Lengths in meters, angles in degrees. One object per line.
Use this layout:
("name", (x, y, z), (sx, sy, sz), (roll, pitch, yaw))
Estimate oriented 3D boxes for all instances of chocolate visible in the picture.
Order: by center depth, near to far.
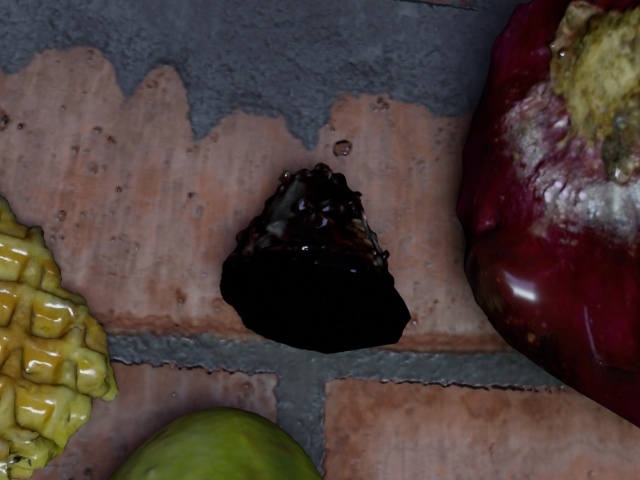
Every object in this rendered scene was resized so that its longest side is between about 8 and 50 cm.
("chocolate", (0.000, 0.000, 0.826), (0.156, 0.156, 0.133), (15, 59, -4))

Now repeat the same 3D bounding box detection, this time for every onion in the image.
("onion", (0.332, -0.031, 0.821), (0.420, 0.398, 0.398), (10, 65, -53))

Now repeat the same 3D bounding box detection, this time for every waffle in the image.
("waffle", (-0.294, 0.065, 0.726), (0.301, 0.058, 0.281), (0, 50, -40))

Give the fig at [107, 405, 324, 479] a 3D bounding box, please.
("fig", (-0.082, 0.267, 0.674), (0.258, 0.258, 0.326), (10, 59, -6))
